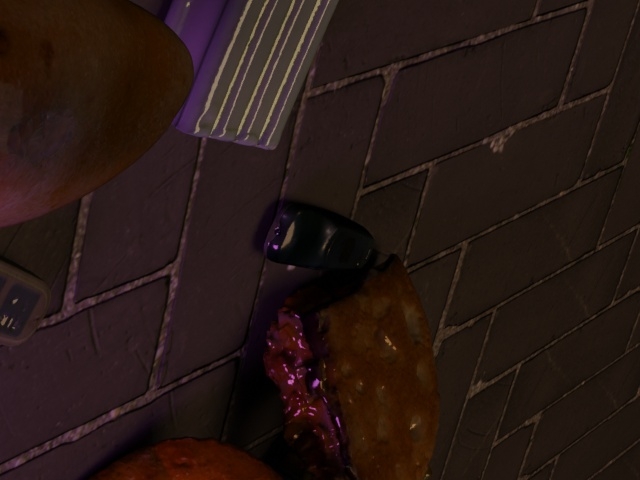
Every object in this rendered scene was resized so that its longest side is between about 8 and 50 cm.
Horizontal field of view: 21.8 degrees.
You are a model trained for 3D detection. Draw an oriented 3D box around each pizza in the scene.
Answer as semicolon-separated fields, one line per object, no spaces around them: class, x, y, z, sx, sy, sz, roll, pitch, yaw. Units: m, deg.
pizza;0.040;0.179;1.974;0.277;0.114;0.409;31;49;-37

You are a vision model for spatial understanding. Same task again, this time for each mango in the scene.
mango;-0.237;-0.115;1.229;0.384;0.199;0.221;-16;131;-55

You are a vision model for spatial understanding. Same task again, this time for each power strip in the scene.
power strip;-0.317;0.035;1.408;0.080;0.048;0.286;-59;155;-2

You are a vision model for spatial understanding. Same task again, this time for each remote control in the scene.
remote control;0.000;0.000;1.923;0.222;0.042;0.072;11;104;-62

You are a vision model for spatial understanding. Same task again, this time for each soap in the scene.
soap;-0.059;-0.225;1.554;0.160;0.087;0.265;5;111;-61

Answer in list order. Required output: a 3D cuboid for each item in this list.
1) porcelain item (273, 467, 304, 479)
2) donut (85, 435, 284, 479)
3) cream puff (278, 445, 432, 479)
porcelain item;-0.045;0.447;2.012;0.157;0.286;0.281;-28;141;-51
donut;-0.154;0.356;1.757;0.303;0.303;0.110;-42;158;-33
cream puff;0.030;0.297;2.143;0.195;0.194;0.221;-47;162;-25
